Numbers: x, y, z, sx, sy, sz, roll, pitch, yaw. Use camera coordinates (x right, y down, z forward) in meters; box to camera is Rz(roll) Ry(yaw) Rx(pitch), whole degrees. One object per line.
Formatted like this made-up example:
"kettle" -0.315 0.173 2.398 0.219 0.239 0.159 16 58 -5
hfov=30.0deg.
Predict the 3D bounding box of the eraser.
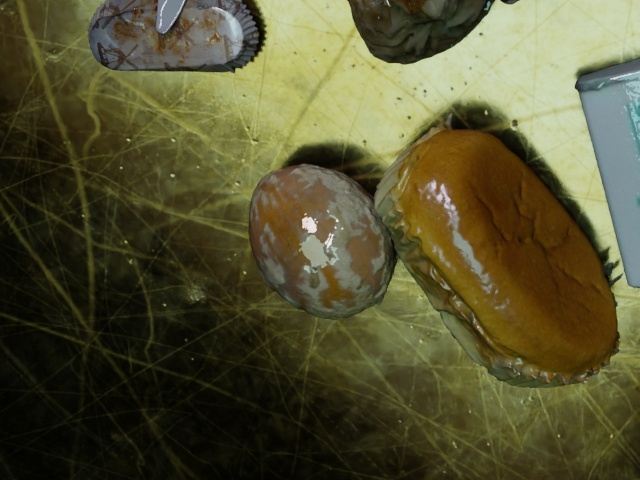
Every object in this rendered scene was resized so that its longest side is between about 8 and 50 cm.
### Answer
"eraser" 0.461 -0.097 1.566 0.189 0.104 0.290 -15 102 11

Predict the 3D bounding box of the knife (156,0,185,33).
"knife" -0.196 -0.402 1.615 0.058 0.032 0.244 -1 87 8

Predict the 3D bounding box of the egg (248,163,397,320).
"egg" 0.000 0.000 1.638 0.233 0.195 0.195 42 109 -7

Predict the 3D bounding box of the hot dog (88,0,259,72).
"hot dog" -0.211 -0.291 1.667 0.253 0.069 0.131 -2 113 14

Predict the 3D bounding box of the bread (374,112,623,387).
"bread" 0.237 0.031 1.561 0.388 0.236 0.183 44 151 -9

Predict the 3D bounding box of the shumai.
"shumai" 0.122 -0.314 1.535 0.206 0.175 0.166 -34 96 21

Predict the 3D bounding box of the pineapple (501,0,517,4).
"pineapple" 0.322 -0.423 1.503 0.334 0.158 0.161 -42 52 12
